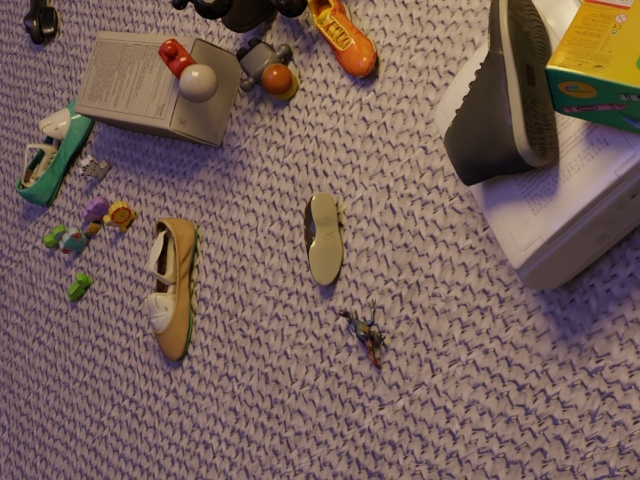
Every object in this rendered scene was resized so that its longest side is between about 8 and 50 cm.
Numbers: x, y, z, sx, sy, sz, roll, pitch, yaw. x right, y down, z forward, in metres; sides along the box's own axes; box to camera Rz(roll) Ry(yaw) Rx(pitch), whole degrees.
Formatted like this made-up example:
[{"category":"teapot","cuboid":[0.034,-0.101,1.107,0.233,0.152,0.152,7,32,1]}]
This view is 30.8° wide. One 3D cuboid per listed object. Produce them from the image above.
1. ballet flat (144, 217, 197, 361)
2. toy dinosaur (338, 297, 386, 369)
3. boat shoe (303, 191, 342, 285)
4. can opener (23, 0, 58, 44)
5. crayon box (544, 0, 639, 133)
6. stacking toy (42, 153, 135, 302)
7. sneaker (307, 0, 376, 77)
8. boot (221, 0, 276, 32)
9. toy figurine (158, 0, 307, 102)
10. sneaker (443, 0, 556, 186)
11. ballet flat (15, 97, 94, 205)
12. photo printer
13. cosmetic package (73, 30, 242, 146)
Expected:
[{"category":"ballet flat","cuboid":[-0.247,0.075,1.849,0.080,0.073,0.232,-14,67,43]},{"category":"toy dinosaur","cuboid":[0.049,0.121,1.549,0.082,0.047,0.090,-171,86,-66]},{"category":"boat shoe","cuboid":[0.002,0.000,1.639,0.042,0.048,0.133,143,126,-68]},{"category":"can opener","cuboid":[-0.586,-0.487,2.424,0.059,0.073,0.186,98,163,-56]},{"category":"crayon box","cuboid":[0.389,-0.182,1.167,0.278,0.081,0.165,20,67,30]},{"category":"stacking toy","cuboid":[-0.426,-0.025,2.088,0.221,0.052,0.167,-53,45,20]},{"category":"sneaker","cuboid":[0.026,-0.299,1.697,0.064,0.067,0.175,-49,48,21]},{"category":"boot","cuboid":[-0.172,-0.464,1.941,0.280,0.096,0.264,7,82,48]},{"category":"toy figurine","cuboid":[-0.127,-0.315,1.742,0.148,0.209,0.213,50,134,48]},{"category":"sneaker","cuboid":[0.190,-0.176,1.308,0.118,0.083,0.222,-18,64,42]},{"category":"ballet flat","cuboid":[-0.506,-0.179,2.199,0.083,0.087,0.247,41,107,46]},{"category":"photo printer","cuboid":[0.272,-0.134,1.350,0.256,0.107,0.308,-45,48,26]},{"category":"cosmetic package","cuboid":[-0.279,-0.262,1.971,0.309,0.113,0.160,16,89,47]}]
